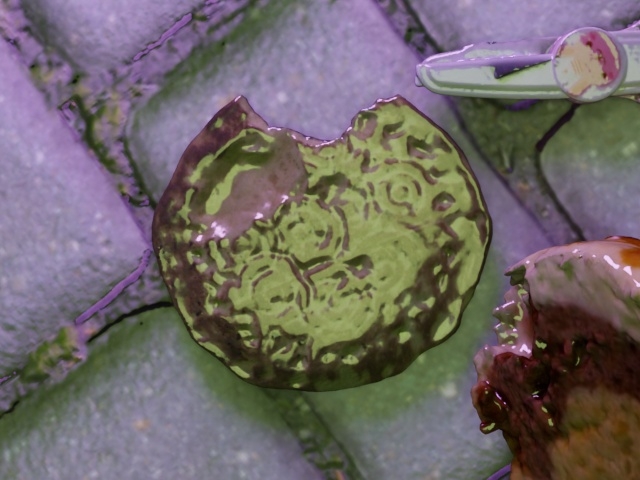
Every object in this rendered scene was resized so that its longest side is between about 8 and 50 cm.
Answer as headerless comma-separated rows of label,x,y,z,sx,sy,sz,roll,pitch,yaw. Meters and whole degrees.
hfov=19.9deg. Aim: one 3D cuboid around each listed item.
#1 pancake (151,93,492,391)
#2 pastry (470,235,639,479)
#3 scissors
pancake,0.000,0.000,1.261,0.235,0.029,0.212,6,93,2
pastry,0.230,0.114,1.172,0.170,0.236,0.256,-10,79,-38
scissors,0.185,-0.118,1.247,0.242,0.030,0.118,-4,92,-2
